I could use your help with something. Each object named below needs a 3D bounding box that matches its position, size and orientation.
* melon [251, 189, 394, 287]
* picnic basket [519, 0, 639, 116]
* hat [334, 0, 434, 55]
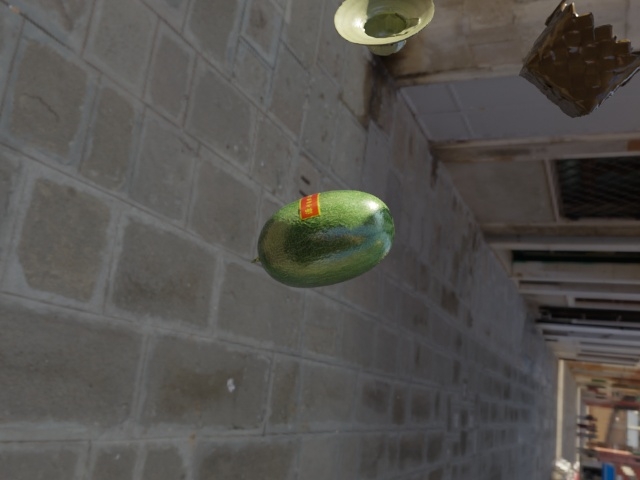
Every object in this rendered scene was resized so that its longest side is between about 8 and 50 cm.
[{"bbox_3d":[0.000,0.000,1.126,0.182,0.288,0.182,-16,90,-85],"label":"melon"},{"bbox_3d":[0.664,-0.477,1.428,0.321,0.254,0.291,-53,176,18],"label":"picnic basket"},{"bbox_3d":[0.164,-0.534,1.493,0.110,0.252,0.251,72,30,-53],"label":"hat"}]
